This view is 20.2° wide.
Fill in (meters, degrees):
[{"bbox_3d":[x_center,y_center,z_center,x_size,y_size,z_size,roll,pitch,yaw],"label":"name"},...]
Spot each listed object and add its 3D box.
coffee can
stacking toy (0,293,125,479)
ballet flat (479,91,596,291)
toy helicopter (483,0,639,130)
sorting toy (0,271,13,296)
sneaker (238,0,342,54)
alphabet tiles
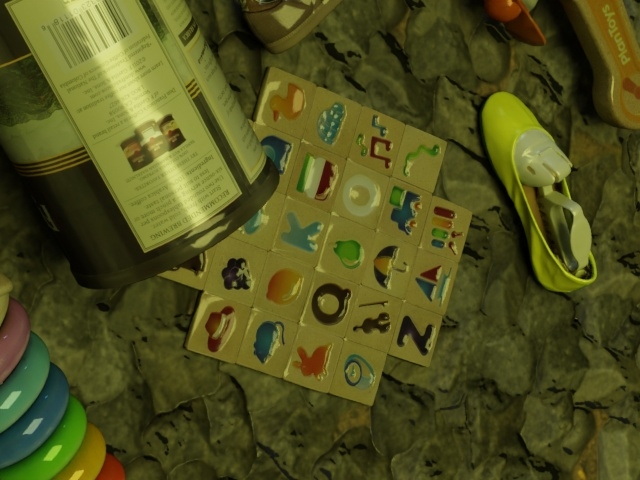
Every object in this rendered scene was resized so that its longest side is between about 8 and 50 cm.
[{"bbox_3d":[-0.184,-0.127,1.531,0.201,0.201,0.275,-37,112,-26],"label":"coffee can"},{"bbox_3d":[-0.241,0.177,1.561,0.141,0.141,0.330,-50,122,-21],"label":"stacking toy"},{"bbox_3d":[0.238,-0.051,1.892,0.077,0.077,0.231,-29,108,-28],"label":"ballet flat"},{"bbox_3d":[0.263,-0.261,1.866,0.235,0.140,0.355,-39,116,-25],"label":"toy helicopter"},{"bbox_3d":[-0.381,0.051,1.439,0.208,0.193,0.038,-40,149,-27],"label":"sorting toy"},{"bbox_3d":[-0.002,-0.264,1.726,0.188,0.066,0.071,-50,116,-22],"label":"sneaker"},{"bbox_3d":[0.000,0.000,1.776,0.342,0.011,0.285,20,82,-33],"label":"alphabet tiles"}]
